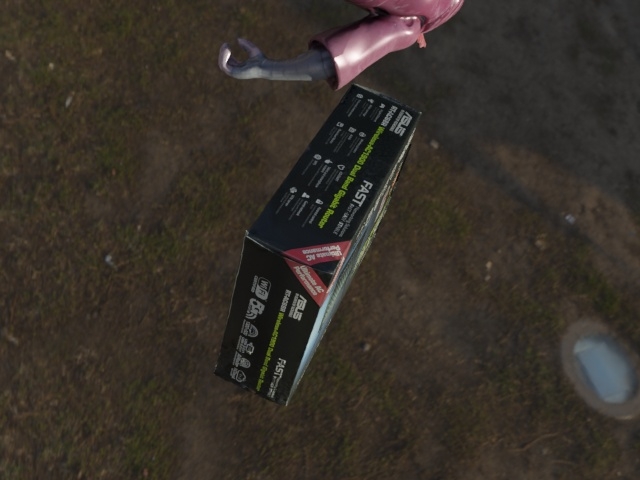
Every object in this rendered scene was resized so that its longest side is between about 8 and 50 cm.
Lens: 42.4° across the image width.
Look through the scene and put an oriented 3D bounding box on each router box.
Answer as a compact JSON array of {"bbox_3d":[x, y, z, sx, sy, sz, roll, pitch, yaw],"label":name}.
[{"bbox_3d":[0.000,0.000,0.374,0.038,0.092,0.122,25,46,6],"label":"router box"}]

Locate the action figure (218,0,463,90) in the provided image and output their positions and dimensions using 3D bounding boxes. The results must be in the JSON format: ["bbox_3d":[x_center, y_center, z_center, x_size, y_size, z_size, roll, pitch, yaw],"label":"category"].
[{"bbox_3d":[0.032,-0.250,0.624,0.370,0.275,0.248,14,82,-52],"label":"action figure"}]
